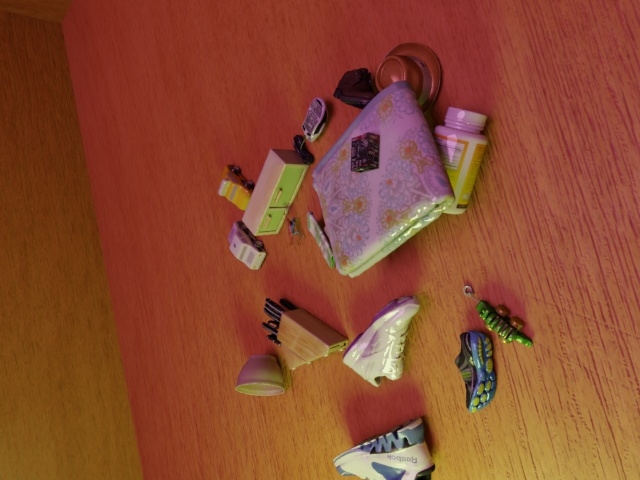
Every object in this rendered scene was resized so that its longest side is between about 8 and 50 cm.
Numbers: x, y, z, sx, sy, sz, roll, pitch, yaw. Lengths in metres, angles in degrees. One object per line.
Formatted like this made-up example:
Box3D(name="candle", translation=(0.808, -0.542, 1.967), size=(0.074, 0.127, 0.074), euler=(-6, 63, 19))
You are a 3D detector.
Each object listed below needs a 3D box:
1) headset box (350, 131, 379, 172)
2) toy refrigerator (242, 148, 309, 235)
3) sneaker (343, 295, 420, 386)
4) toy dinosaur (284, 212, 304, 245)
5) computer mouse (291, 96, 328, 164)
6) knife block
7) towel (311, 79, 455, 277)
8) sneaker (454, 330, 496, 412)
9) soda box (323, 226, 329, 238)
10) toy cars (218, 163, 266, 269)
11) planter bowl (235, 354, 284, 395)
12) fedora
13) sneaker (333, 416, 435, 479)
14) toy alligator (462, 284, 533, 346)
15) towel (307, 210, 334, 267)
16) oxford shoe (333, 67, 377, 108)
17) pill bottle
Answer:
Box3D(name="headset box", translation=(0.097, -0.196, 1.016), size=(0.062, 0.032, 0.084), euler=(-4, 82, 55))
Box3D(name="toy refrigerator", translation=(-0.142, -0.145, 1.448), size=(0.094, 0.102, 0.270), euler=(47, 124, 30))
Box3D(name="sneaker", translation=(0.184, 0.260, 1.187), size=(0.152, 0.114, 0.305), euler=(44, 128, 16))
Box3D(name="toy dinosaur", translation=(-0.094, -0.028, 1.442), size=(0.047, 0.090, 0.082), euler=(-20, 48, 59))
Box3D(name="computer mouse", translation=(-0.020, -0.327, 1.351), size=(0.106, 0.042, 0.193), euler=(58, 135, 29))
Box3D(name="knife block", translation=(-0.067, 0.260, 1.429), size=(0.275, 0.088, 0.242), euler=(-34, 72, 42))
Box3D(name="towel", translation=(0.126, -0.128, 1.074), size=(0.374, 0.090, 0.321), euler=(-44, 53, 45))
Box3D(name="sneaker", translation=(0.349, 0.296, 1.050), size=(0.078, 0.067, 0.188), euler=(-174, 79, -66))
Box3D(name="soda box", translation=(0.083, -0.071, 1.261), size=(0.058, 0.061, 0.181), euler=(56, 128, 26))
Box3D(name="toy cars", translation=(-0.295, -0.085, 1.617), size=(0.176, 0.087, 0.394), euler=(-13, 85, 45))
Box3D(name="planter bowl", translation=(-0.198, 0.448, 1.552), size=(0.162, 0.162, 0.109), euler=(-32, 45, 42))
Box3D(name="fedora", translation=(0.191, -0.382, 1.106), size=(0.194, 0.079, 0.195), euler=(7, 100, 44))
Box3D(name="sneaker", translation=(0.177, 0.601, 1.201), size=(0.315, 0.127, 0.182), euler=(-42, 64, 37))
Box3D(name="toy alligator", translation=(0.374, 0.166, 1.007), size=(0.189, 0.051, 0.056), euler=(45, 123, 32))
Box3D(name="towel", translation=(0.000, 0.000, 1.335), size=(0.113, 0.023, 0.152), euler=(84, 160, -68))
Box3D(name="oxford shoe", translation=(0.093, -0.384, 1.155), size=(0.096, 0.082, 0.227), euler=(-68, 27, 21))
Box3D(name="pill bottle", translation=(0.289, -0.174, 1.006), size=(0.117, 0.117, 0.215), euler=(29, 114, 39))
